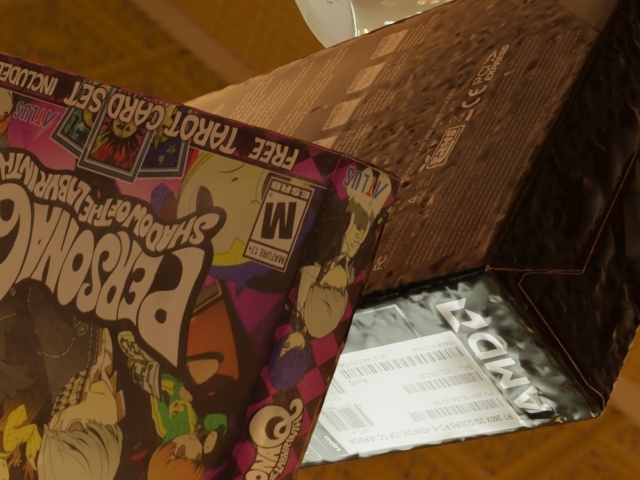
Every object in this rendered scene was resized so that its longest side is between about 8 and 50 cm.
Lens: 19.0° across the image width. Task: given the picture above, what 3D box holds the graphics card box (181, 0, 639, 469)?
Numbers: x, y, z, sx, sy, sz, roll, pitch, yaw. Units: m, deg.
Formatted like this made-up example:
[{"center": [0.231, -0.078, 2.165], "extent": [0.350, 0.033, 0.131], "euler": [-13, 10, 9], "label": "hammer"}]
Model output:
[{"center": [0.000, 0.000, 0.909], "extent": [0.094, 0.371, 0.233], "euler": [51, -134, -22], "label": "graphics card box"}]

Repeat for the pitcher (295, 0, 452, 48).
[{"center": [0.074, -0.196, 1.217], "extent": [0.207, 0.125, 0.177], "euler": [-28, -159, -20], "label": "pitcher"}]

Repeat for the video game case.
[{"center": [-0.101, 0.044, 0.711], "extent": [0.232, 0.210, 0.042], "euler": [19, 179, 38], "label": "video game case"}]
